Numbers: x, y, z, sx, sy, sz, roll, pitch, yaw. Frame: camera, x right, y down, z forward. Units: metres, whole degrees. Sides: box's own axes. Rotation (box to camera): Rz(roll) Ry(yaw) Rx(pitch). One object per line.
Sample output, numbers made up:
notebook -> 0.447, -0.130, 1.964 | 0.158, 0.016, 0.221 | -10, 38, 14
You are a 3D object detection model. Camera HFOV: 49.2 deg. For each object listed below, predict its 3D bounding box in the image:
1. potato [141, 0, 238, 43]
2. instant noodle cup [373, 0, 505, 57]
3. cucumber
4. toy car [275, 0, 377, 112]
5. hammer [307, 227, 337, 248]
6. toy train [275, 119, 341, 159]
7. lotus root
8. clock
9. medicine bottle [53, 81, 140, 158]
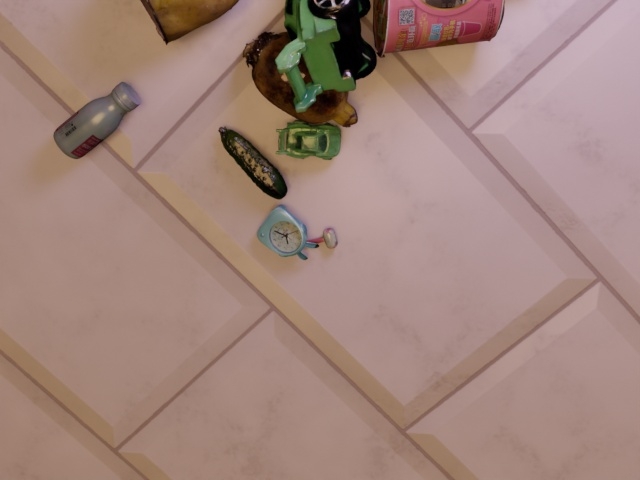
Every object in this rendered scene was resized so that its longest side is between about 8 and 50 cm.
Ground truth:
potato -> -0.276, -0.580, 1.519 | 0.265, 0.229, 0.229 | -27, 104, -3
instant noodle cup -> 0.246, -0.507, 1.480 | 0.254, 0.244, 0.244 | 0, 108, -3
cucumber -> -0.164, -0.189, 1.693 | 0.069, 0.069, 0.227 | -42, 96, 16
toy car -> 0.008, -0.459, 1.442 | 0.176, 0.213, 0.359 | -9, 63, 13
hammer -> 0.000, 0.000, 1.756 | 0.083, 0.031, 0.053 | -12, 103, 15
toy train -> -0.027, -0.235, 1.655 | 0.149, 0.081, 0.099 | 5, 107, 4
lotus root -> -0.040, -0.364, 1.582 | 0.314, 0.141, 0.169 | 34, 106, -6
clock -> -0.078, -0.009, 1.743 | 0.147, 0.045, 0.108 | 39, 112, -1
medicine bottle -> -0.534, -0.290, 1.678 | 0.216, 0.090, 0.090 | -34, 102, 14
